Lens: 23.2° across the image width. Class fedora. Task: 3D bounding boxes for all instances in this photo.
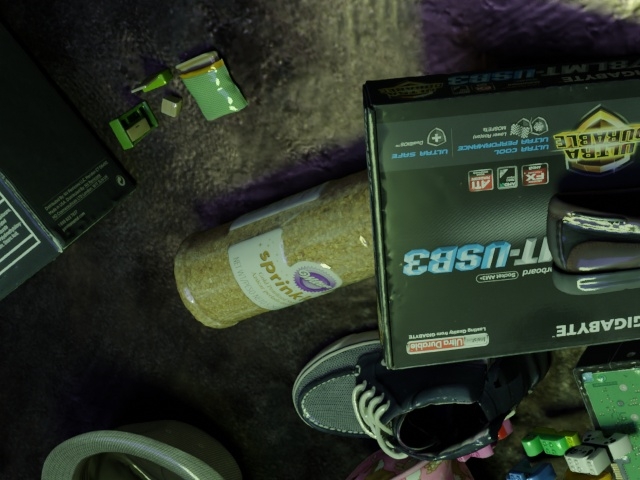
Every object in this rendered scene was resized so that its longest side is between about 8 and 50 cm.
[{"bbox_3d":[-0.212,0.316,2.026,0.275,0.124,0.244,14,126,13],"label":"fedora"}]

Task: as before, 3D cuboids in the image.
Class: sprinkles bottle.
[{"bbox_3d":[0.000,0.000,1.721,0.355,0.121,0.121,-20,106,37],"label":"sprinkles bottle"}]

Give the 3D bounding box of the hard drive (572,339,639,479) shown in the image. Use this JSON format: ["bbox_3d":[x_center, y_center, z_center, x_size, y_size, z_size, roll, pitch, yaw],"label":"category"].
[{"bbox_3d":[0.457,0.197,1.611,0.339,0.064,0.237,-12,111,34],"label":"hard drive"}]

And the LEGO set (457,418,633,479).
[{"bbox_3d":[0.238,0.260,1.707,0.227,0.093,0.087,-1,119,54],"label":"LEGO set"}]

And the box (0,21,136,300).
[{"bbox_3d":[-0.437,-0.075,1.886,0.296,0.183,0.294,-33,99,37],"label":"box"}]

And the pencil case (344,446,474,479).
[{"bbox_3d":[0.170,0.408,1.822,0.160,0.167,0.386,-30,96,19],"label":"pencil case"}]

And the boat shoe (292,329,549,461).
[{"bbox_3d":[0.080,0.181,1.757,0.340,0.158,0.127,-20,106,36],"label":"boat shoe"}]

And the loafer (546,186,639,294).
[{"bbox_3d":[0.361,-0.024,1.459,0.302,0.109,0.095,-12,107,7],"label":"loafer"}]

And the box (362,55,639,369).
[{"bbox_3d":[0.196,-0.025,1.539,0.295,0.073,0.293,-6,117,-2],"label":"box"}]

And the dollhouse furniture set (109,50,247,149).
[{"bbox_3d":[-0.166,-0.154,1.764,0.151,0.058,0.076,-17,108,36],"label":"dollhouse furniture set"}]
